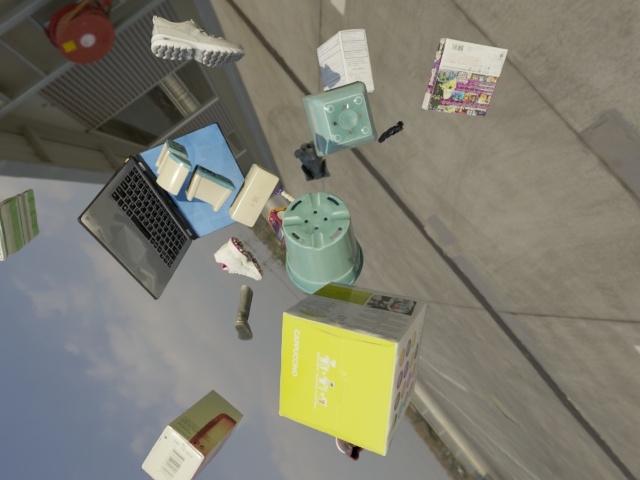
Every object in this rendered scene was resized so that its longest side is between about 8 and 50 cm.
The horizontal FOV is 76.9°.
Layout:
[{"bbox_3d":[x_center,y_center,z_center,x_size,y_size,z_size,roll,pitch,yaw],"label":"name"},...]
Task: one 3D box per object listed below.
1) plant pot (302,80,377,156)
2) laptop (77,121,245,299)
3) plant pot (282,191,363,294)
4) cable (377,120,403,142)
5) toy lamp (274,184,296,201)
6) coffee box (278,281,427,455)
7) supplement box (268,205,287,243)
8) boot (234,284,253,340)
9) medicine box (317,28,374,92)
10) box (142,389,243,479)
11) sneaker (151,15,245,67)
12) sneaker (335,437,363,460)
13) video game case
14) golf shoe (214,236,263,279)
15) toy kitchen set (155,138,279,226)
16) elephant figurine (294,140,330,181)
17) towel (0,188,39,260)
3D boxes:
[{"bbox_3d":[0.083,-0.454,1.516,0.252,0.247,0.247,-105,-2,-73],"label":"plant pot"},{"bbox_3d":[-0.420,-0.079,1.238,0.236,0.408,0.382,2,140,21],"label":"laptop"},{"bbox_3d":[0.000,0.000,1.611,0.341,0.341,0.334,49,165,28],"label":"plant pot"},{"bbox_3d":[0.364,-0.554,2.095,0.047,0.150,0.184,52,-175,-3],"label":"cable"},{"bbox_3d":[-0.139,-0.224,2.378,0.275,0.080,0.080,35,180,-13],"label":"toy lamp"},{"bbox_3d":[0.102,0.353,1.223,0.338,0.337,0.334,10,-165,25],"label":"coffee box"},{"bbox_3d":[-0.190,-0.084,2.140,0.188,0.104,0.081,56,146,30],"label":"supplement box"},{"bbox_3d":[-0.354,0.343,1.900,0.189,0.076,0.208,91,175,-48],"label":"boot"},{"bbox_3d":[0.122,-0.861,2.020,0.263,0.149,0.289,16,119,65],"label":"medicine box"},{"bbox_3d":[-0.341,0.547,1.110,0.127,0.148,0.232,35,-170,11],"label":"box"},{"bbox_3d":[-0.353,-0.595,1.190,0.105,0.281,0.115,-10,88,51],"label":"sneaker"},{"bbox_3d":[0.118,0.674,1.499,0.162,0.106,0.281,175,89,-74],"label":"sneaker"},{"bbox_3d":[0.456,-0.512,1.280,0.042,0.232,0.210,-120,34,-55],"label":"video game case"},{"bbox_3d":[-0.377,0.106,1.876,0.115,0.140,0.306,58,180,42],"label":"golf shoe"},{"bbox_3d":[-0.223,-0.148,0.857,0.207,0.122,0.166,25,-166,-32],"label":"toy kitchen set"},{"bbox_3d":[-0.021,-0.371,2.044,0.169,0.186,0.239,12,137,35],"label":"elephant figurine"},{"bbox_3d":[-0.634,-0.037,0.836,0.152,0.023,0.113,-118,33,-66],"label":"towel"}]
